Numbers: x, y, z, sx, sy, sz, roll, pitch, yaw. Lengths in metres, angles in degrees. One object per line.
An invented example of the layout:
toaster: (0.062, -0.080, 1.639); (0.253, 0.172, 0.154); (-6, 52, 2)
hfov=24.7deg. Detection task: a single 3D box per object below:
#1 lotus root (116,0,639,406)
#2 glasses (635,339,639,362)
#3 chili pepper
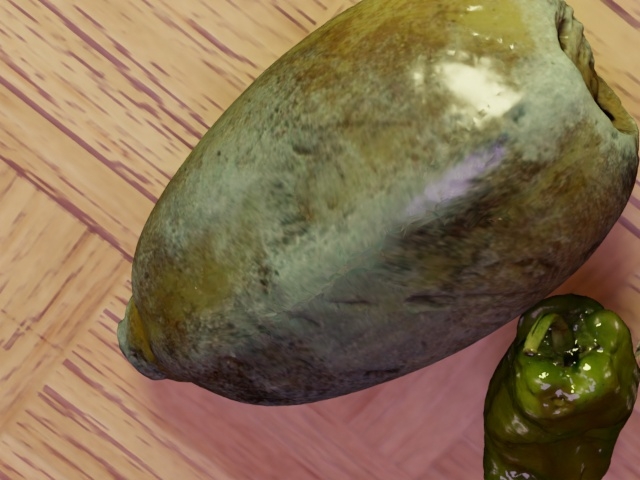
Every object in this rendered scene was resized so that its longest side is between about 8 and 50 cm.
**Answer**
lotus root: (0.000, 0.000, 0.693); (0.322, 0.140, 0.158); (-34, 103, 31)
glasses: (0.296, 0.109, 0.639); (0.268, 0.118, 0.234); (-21, 115, 28)
chili pepper: (0.119, 0.071, 0.705); (0.072, 0.073, 0.204); (1, 147, 0)
